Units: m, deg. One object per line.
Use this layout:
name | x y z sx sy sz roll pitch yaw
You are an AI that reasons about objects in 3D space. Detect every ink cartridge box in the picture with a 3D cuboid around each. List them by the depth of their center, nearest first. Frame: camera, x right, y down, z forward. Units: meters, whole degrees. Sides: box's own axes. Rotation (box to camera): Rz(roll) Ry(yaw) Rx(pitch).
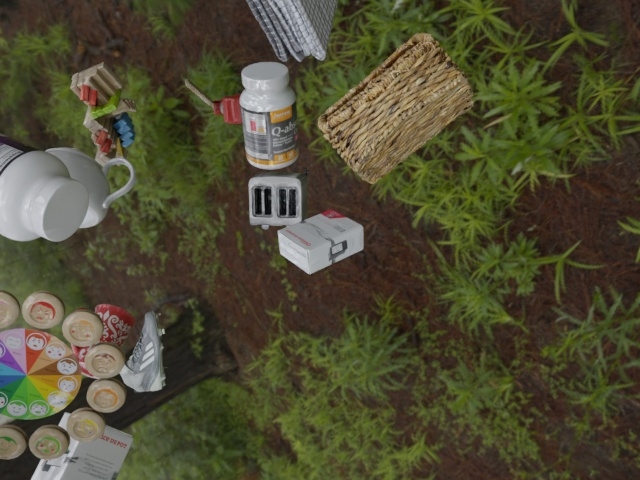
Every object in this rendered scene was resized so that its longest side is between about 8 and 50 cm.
ink cartridge box | 0.000 0.000 1.308 0.109 0.151 0.063 32 135 43
ink cartridge box | -0.542 0.517 1.378 0.093 0.219 0.160 5 151 30

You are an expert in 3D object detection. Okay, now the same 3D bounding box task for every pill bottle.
pill bottle | -0.623 -0.112 1.196 0.323 0.181 0.181 22 127 13
pill bottle | -0.148 -0.359 1.777 0.162 0.162 0.278 28 138 32

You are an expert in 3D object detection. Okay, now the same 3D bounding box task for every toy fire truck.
toy fire truck | -0.303 -0.447 1.989 0.217 0.247 0.158 -133 38 -67

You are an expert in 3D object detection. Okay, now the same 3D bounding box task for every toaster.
toaster | -0.123 -0.128 1.858 0.168 0.110 0.185 2 104 7

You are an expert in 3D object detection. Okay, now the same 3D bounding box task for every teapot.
teapot | -0.663 -0.160 1.625 0.253 0.256 0.186 -19 54 43

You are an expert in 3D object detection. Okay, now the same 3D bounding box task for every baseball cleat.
baseball cleat | -0.406 0.260 1.394 0.072 0.110 0.205 -136 43 -63

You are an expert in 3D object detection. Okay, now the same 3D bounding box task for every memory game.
memory game | -0.277 0.130 0.579 0.012 0.186 0.186 -117 17 -69

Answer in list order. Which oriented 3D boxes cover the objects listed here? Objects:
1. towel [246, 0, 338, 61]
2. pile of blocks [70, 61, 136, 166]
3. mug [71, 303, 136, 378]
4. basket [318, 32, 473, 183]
towel | -0.073 -0.566 1.365 0.122 0.234 0.283 -6 145 24
pile of blocks | -0.613 -0.335 1.791 0.362 0.149 0.112 91 176 -53
mug | -0.590 0.263 1.617 0.151 0.169 0.113 13 144 2
basket | 0.134 -0.302 1.288 0.299 0.213 0.223 -38 73 13
